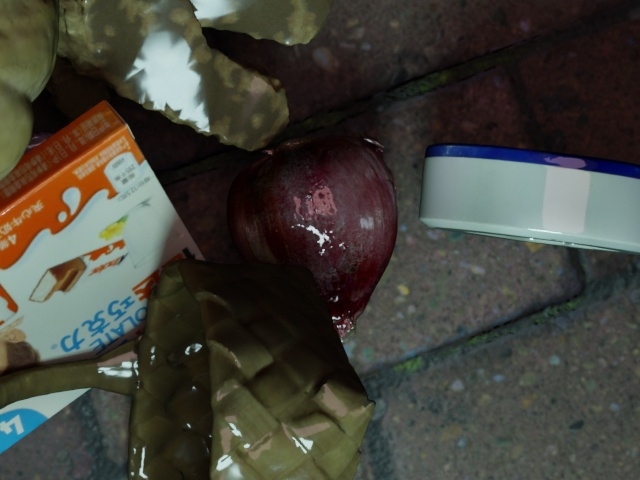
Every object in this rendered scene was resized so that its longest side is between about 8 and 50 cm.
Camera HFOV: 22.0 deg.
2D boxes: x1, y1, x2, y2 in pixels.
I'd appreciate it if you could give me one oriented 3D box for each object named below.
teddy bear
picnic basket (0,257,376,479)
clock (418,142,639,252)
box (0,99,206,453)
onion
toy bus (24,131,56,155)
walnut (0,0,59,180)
[{"bbox_3d":[-0.170,-0.214,1.485,0.296,0.222,0.246,13,108,-30],"label":"teddy bear"},{"bbox_3d":[-0.150,0.180,1.374,0.337,0.293,0.337,-8,122,-13],"label":"picnic basket"},{"bbox_3d":[0.205,-0.036,1.493,0.230,0.230,0.083,7,92,-8],"label":"clock"},{"bbox_3d":[-0.240,0.043,1.429,0.273,0.265,0.048,-37,54,-7],"label":"box"},{"bbox_3d":[0.000,0.000,1.504,0.159,0.159,0.195,-15,97,-8],"label":"onion"},{"bbox_3d":[-0.344,-0.024,1.475,0.274,0.112,0.090,-17,82,-7],"label":"toy bus"},{"bbox_3d":[-0.385,-0.160,1.277,0.381,0.381,0.381,0,88,-8],"label":"walnut"}]
